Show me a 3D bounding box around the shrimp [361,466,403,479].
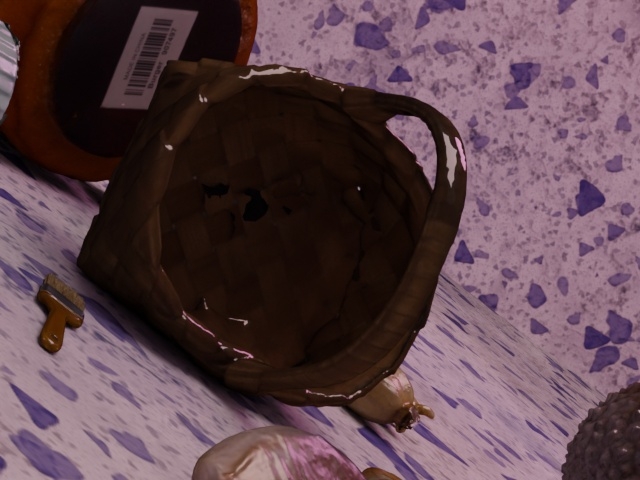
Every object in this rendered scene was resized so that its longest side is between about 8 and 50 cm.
[{"bbox_3d":[0.136,0.284,1.613,0.169,0.058,0.296,36,3,-39],"label":"shrimp"}]

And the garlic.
[{"bbox_3d":[-0.026,0.183,1.278,0.198,0.090,0.128,38,17,-42],"label":"garlic"}]

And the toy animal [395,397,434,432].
[{"bbox_3d":[0.090,0.177,2.070,0.081,0.060,0.083,-1,-3,15],"label":"toy animal"}]

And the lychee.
[{"bbox_3d":[0.416,0.283,2.142,0.300,0.300,0.300,38,6,-5],"label":"lychee"}]

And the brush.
[{"bbox_3d":[-0.202,0.059,1.476,0.043,0.014,0.170,39,8,-11],"label":"brush"}]

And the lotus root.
[{"bbox_3d":[0.052,0.150,2.002,0.150,0.062,0.073,43,27,27],"label":"lotus root"}]

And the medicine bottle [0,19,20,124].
[{"bbox_3d":[-0.382,-0.172,1.444,0.158,0.158,0.318,43,8,39],"label":"medicine bottle"}]

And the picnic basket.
[{"bbox_3d":[0.000,0.000,1.665,0.337,0.293,0.337,22,-11,5],"label":"picnic basket"}]

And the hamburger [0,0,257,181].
[{"bbox_3d":[-0.243,-0.239,1.974,0.250,0.330,0.330,43,8,34],"label":"hamburger"}]
